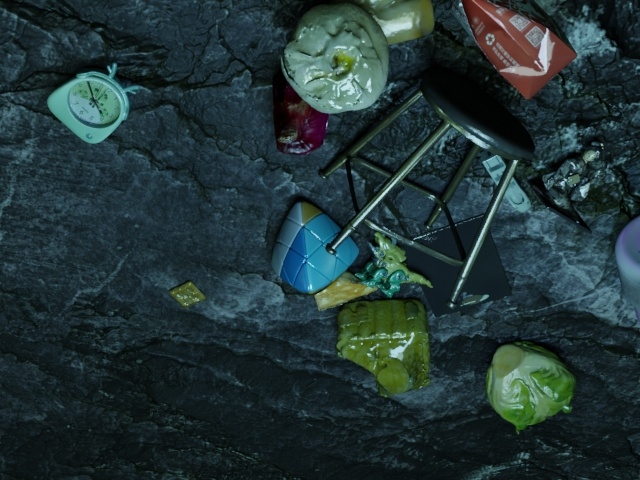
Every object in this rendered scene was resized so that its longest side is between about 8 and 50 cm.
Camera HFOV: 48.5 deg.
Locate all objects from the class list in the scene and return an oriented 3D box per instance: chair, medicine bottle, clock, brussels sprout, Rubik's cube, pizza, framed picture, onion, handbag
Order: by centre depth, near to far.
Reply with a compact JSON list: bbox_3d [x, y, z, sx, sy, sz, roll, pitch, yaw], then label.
[{"bbox_3d":[0.395,-0.467,1.526,0.298,0.171,0.151,34,122,-25],"label":"handbag"},{"bbox_3d":[-0.050,-0.279,1.638,0.139,0.218,0.195,6,118,-3],"label":"onion"},{"bbox_3d":[0.256,-0.153,1.665,0.361,0.365,0.410,24,120,-18],"label":"chair"},{"bbox_3d":[-0.528,-0.337,1.690,0.210,0.066,0.159,-29,123,21],"label":"clock"},{"bbox_3d":[0.000,0.000,1.916,0.254,0.254,0.255,0,128,0],"label":"Rubik's cube"},{"bbox_3d":[0.947,0.099,1.918,0.256,0.256,0.325,-19,133,15],"label":"medicine bottle"},{"bbox_3d":[0.062,0.120,2.051,0.204,0.081,0.188,-17,150,6],"label":"pizza"},{"bbox_3d":[0.399,0.083,2.058,0.244,0.013,0.324,-18,126,14],"label":"framed picture"},{"bbox_3d":[0.657,0.459,2.227,0.259,0.227,0.294,-41,111,11],"label":"brussels sprout"}]

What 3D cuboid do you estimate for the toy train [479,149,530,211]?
[{"bbox_3d":[0.492,-0.146,1.853,0.052,0.051,0.234,-26,124,24],"label":"toy train"}]

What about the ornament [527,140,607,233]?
[{"bbox_3d":[0.657,-0.160,1.796,0.166,0.153,0.196,25,115,-19],"label":"ornament"}]

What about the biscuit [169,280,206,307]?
[{"bbox_3d":[-0.396,0.162,2.114,0.083,0.018,0.081,-25,124,18],"label":"biscuit"}]

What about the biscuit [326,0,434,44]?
[{"bbox_3d":[0.096,-0.527,1.546,0.290,0.062,0.237,-8,129,8],"label":"biscuit"}]

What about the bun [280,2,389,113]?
[{"bbox_3d":[0.033,-0.385,1.510,0.239,0.141,0.239,0,106,-2],"label":"bun"}]

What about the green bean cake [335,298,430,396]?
[{"bbox_3d":[0.192,0.342,2.144,0.284,0.202,0.310,-7,128,8],"label":"green bean cake"}]

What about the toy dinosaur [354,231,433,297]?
[{"bbox_3d":[0.210,0.091,2.006,0.259,0.094,0.153,38,95,-25],"label":"toy dinosaur"}]
